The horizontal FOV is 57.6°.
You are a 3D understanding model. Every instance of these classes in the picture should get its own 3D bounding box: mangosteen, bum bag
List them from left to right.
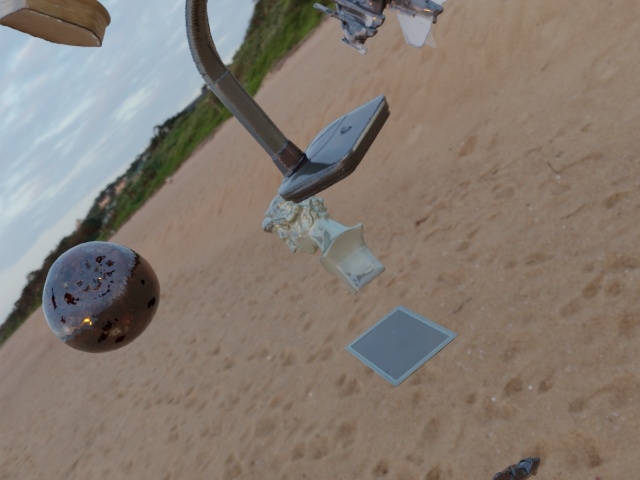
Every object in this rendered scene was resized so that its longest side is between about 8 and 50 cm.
[{"bbox_3d":[-0.458,0.130,1.236,0.235,0.235,0.261,-52,-12,-25],"label":"mangosteen"},{"bbox_3d":[0.360,0.433,1.078,0.124,0.058,0.034,-13,38,-26],"label":"bum bag"}]

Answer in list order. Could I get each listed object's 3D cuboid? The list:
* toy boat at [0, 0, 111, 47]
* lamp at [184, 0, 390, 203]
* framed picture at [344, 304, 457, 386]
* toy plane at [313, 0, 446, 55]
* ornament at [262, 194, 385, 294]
[{"bbox_3d":[-0.440,-0.378,0.984,0.116,0.061,0.188,-4,-4,36],"label":"toy boat"},{"bbox_3d":[-0.028,-0.199,0.540,0.124,0.283,0.203,-3,41,40],"label":"lamp"},{"bbox_3d":[0.228,0.300,1.696,0.232,0.019,0.296,-35,24,-15],"label":"framed picture"},{"bbox_3d":[0.038,-0.280,0.609,0.160,0.234,0.082,-62,7,-13],"label":"toy plane"},{"bbox_3d":[0.012,-0.009,1.205,0.130,0.285,0.120,-51,-18,-17],"label":"ornament"}]
